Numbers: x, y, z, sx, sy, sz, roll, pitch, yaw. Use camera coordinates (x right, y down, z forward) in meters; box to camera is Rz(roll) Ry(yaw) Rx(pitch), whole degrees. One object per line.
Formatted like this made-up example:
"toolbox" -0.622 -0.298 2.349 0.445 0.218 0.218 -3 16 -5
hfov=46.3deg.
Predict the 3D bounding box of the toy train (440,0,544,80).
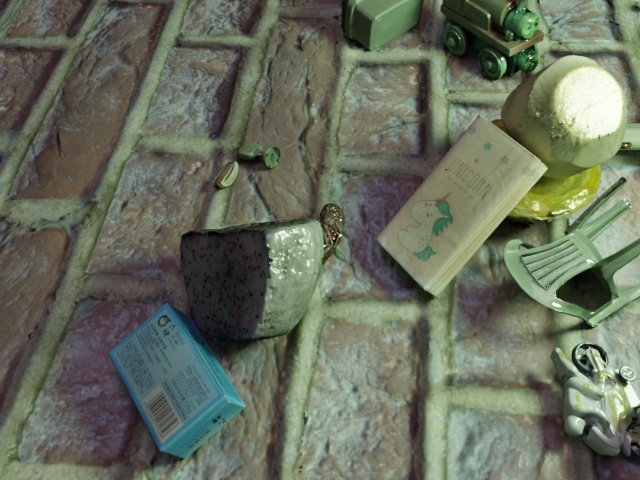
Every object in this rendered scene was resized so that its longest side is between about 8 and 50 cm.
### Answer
"toy train" 0.428 -0.547 1.862 0.150 0.221 0.304 -30 54 -20

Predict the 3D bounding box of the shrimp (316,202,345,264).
"shrimp" 0.000 0.001 1.532 0.073 0.075 0.190 33 64 -11

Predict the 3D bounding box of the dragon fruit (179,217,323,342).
"dragon fruit" -0.105 0.071 1.395 0.204 0.221 0.283 -3 -1 -44

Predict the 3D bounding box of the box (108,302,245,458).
"box" -0.253 0.241 1.306 0.143 0.083 0.232 -41 54 1

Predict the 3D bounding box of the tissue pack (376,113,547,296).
"tissue pack" 0.267 -0.067 1.456 0.325 0.071 0.170 -51 53 10

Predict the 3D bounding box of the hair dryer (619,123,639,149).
"hair dryer" 0.694 -0.226 1.651 0.362 0.128 0.203 2 51 12

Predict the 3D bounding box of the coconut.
"coconut" 0.470 -0.233 1.463 0.241 0.241 0.241 -2 50 2

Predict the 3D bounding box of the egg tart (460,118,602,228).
"egg tart" 0.432 -0.134 1.584 0.315 0.120 0.314 -1 51 1

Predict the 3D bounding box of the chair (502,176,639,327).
"chair" 0.503 0.027 1.408 0.275 0.190 0.203 -38 52 9

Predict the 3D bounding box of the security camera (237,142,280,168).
"security camera" -0.144 -0.199 1.726 0.092 0.058 0.058 19 53 34

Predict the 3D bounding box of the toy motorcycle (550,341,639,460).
"toy motorcycle" 0.467 0.278 1.267 0.151 0.074 0.228 -15 60 -16

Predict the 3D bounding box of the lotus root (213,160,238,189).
"lotus root" -0.213 -0.142 1.687 0.038 0.030 0.083 -9 38 38

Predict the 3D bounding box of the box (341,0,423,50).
"box" 0.164 -0.614 1.988 0.210 0.148 0.129 -34 64 -20
